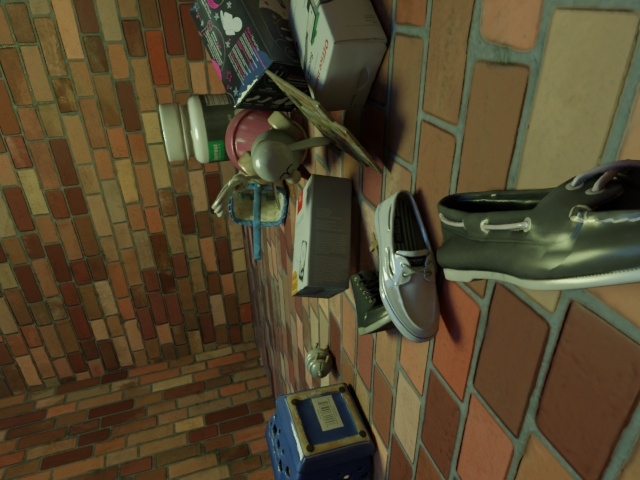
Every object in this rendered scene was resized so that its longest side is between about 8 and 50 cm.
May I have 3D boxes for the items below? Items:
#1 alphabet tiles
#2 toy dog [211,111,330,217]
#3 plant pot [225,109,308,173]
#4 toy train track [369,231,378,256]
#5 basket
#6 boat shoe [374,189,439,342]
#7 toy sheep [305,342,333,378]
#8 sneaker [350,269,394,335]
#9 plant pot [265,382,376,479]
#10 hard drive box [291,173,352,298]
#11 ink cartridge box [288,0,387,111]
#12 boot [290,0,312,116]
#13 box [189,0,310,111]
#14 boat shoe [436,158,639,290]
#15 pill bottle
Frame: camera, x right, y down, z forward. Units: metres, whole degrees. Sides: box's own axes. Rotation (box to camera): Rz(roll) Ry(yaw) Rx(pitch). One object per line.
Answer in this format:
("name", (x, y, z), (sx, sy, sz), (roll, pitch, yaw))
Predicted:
("alphabet tiles", (0.014, -0.199, 0.787), (0.198, 0.009, 0.237), (39, -173, -46))
("toy dog", (-0.073, -0.151, 0.924), (0.220, 0.161, 0.333), (-45, 20, 30))
("plant pot", (-0.133, -0.262, 1.217), (0.180, 0.202, 0.201), (23, 123, 54))
("toy train track", (0.111, -0.001, 0.816), (0.083, 0.014, 0.048), (123, 142, -60))
("basket", (-0.217, -0.107, 1.554), (0.254, 0.201, 0.288), (104, 161, -54))
("boat shoe", (0.125, 0.034, 0.653), (0.075, 0.083, 0.226), (116, 142, -66))
("toy sheep", (-0.004, 0.360, 1.318), (0.132, 0.091, 0.091), (-86, -10, -76))
("sneaker", (0.099, 0.100, 0.791), (0.222, 0.083, 0.117), (125, 134, -70))
("plant pot", (-0.001, 0.509, 1.145), (0.235, 0.236, 0.211), (-119, 31, -48))
("hard drive box", (0.000, 0.000, 0.965), (0.181, 0.089, 0.231), (132, 142, -70))
("ink cartridge box", (0.019, -0.356, 0.765), (0.160, 0.093, 0.219), (111, 146, -62))
("boot", (-0.051, -0.420, 0.987), (0.248, 0.090, 0.206), (62, 152, 30))
("box", (-0.125, -0.406, 0.907), (0.142, 0.164, 0.247), (-34, 77, 41))
("boat shoe", (0.183, -0.018, 0.368), (0.335, 0.112, 0.095), (155, 99, -78))
("pill bottle", (-0.294, -0.347, 1.376), (0.204, 0.362, 0.203), (170, 90, -75))
